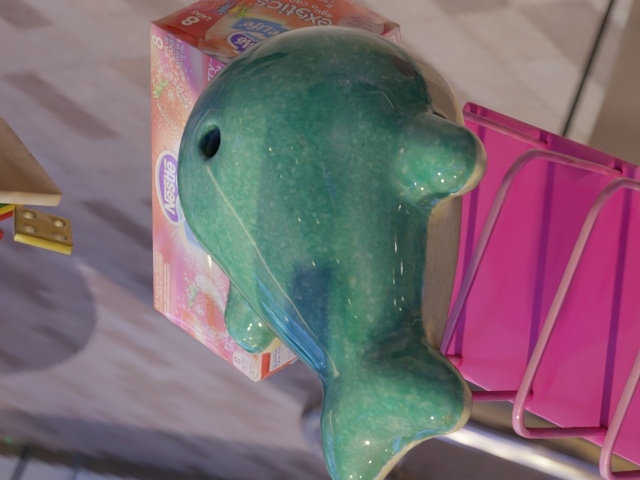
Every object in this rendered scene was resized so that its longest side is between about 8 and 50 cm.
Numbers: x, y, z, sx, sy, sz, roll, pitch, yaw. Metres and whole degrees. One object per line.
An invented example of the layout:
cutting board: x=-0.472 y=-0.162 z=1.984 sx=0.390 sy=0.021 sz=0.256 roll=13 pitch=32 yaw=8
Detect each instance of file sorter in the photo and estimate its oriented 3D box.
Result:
file sorter: x=0.150 y=0.026 z=1.149 sx=0.291 sy=0.202 sz=0.182 roll=25 pitch=-172 yaw=33

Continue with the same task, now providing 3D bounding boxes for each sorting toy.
sorting toy: x=-0.299 y=-0.053 z=1.330 sx=0.132 sy=0.046 sz=0.274 roll=2 pitch=-149 yaw=-40

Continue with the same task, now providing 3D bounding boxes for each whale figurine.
whale figurine: x=0.000 y=0.000 z=0.912 sx=0.141 sy=0.272 sz=0.216 roll=17 pitch=139 yaw=-37

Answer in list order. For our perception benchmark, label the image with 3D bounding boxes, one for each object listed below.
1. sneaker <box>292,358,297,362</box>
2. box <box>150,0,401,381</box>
sneaker: x=0.074 y=0.028 z=1.725 sx=0.341 sy=0.139 sz=0.125 roll=-23 pitch=149 yaw=21
box: x=-0.044 y=-0.054 z=1.350 sx=0.142 sy=0.154 sz=0.300 roll=31 pitch=136 yaw=31
